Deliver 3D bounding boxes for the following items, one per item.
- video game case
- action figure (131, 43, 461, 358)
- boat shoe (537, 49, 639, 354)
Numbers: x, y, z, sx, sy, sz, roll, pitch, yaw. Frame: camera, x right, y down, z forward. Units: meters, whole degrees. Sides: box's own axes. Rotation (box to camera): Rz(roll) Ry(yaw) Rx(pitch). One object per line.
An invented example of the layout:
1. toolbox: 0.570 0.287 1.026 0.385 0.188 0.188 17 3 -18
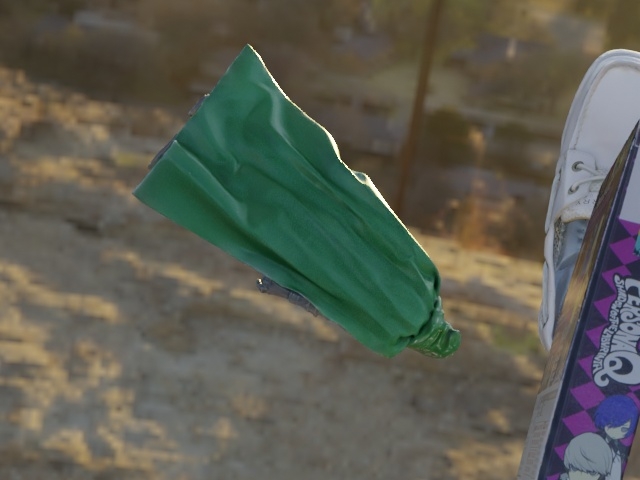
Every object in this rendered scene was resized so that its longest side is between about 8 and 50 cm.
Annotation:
1. video game case: 0.142 0.059 0.972 0.041 0.210 0.232 15 -6 5
2. action figure: 0.000 0.000 1.214 0.232 0.063 0.137 41 64 -9
3. boat shoe: 0.242 -0.025 1.610 0.098 0.277 0.096 9 4 12
